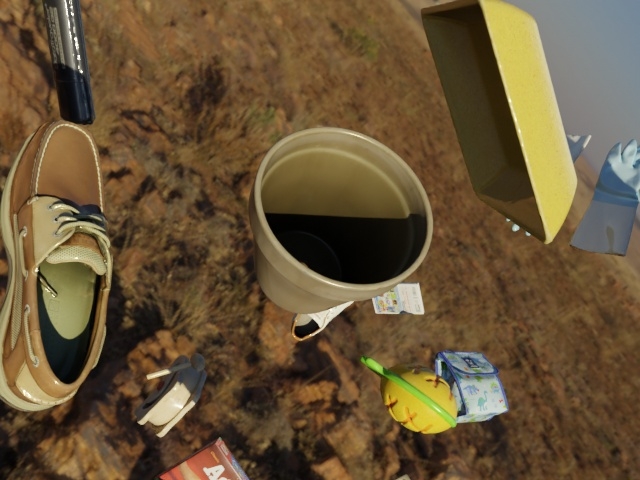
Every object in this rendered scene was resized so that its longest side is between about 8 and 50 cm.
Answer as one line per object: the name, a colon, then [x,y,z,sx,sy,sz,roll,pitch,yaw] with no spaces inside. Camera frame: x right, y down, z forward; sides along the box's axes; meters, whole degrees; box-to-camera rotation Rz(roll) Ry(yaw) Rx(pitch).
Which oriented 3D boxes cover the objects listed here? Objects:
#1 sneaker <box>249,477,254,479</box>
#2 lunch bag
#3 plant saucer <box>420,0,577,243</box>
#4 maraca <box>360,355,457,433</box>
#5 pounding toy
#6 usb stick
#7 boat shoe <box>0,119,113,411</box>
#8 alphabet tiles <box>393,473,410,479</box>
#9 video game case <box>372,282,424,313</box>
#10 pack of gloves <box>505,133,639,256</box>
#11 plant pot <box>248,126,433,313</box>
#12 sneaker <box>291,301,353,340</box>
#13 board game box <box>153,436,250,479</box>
sneaker: [-0.140,0.557,1.497,0.081,0.090,0.232,60,6,-9]
lunch bag: [0.323,0.313,1.561,0.129,0.096,0.151,6,56,-32]
plant saucer: [0.263,-0.195,1.041,0.333,0.081,0.332,-108,177,-74]
maraca: [0.142,0.245,1.164,0.186,0.099,0.127,31,-15,32]
pounding toy: [-0.409,0.377,1.911,0.155,0.269,0.154,41,8,-20]
usb stick: [-0.423,-0.330,1.192,0.077,0.278,0.045,16,28,37]
boat shoe: [-0.277,0.020,0.787,0.123,0.120,0.323,13,68,-43]
alphabet tiles: [0.192,0.634,1.385,0.285,0.011,0.342,-16,55,-29]
video game case: [0.183,0.139,1.722,0.011,0.122,0.087,-58,140,-52]
pack of gloves: [0.410,-0.094,1.132,0.232,0.195,0.046,-60,142,-26]
plant pot: [0.000,0.000,1.326,0.323,0.280,0.323,10,59,-17]
sneaker: [0.027,0.169,1.954,0.106,0.290,0.123,39,14,-3]
board game box: [-0.154,0.494,1.250,0.281,0.145,0.027,55,14,-2]
